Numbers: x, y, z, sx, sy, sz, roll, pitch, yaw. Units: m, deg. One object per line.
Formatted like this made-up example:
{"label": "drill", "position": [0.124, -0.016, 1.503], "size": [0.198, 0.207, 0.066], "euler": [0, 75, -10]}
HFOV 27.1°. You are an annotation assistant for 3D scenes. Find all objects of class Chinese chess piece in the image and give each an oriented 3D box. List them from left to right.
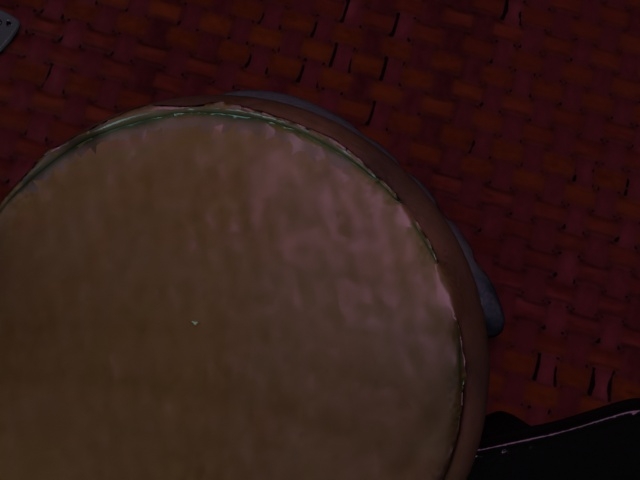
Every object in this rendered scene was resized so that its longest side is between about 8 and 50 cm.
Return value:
{"label": "Chinese chess piece", "position": [-0.049, 0.059, 0.627], "size": [0.257, 0.104, 0.257], "euler": [0, 89, 7]}

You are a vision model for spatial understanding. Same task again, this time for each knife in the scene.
{"label": "knife", "position": [-0.221, -0.141, 0.776], "size": [0.096, 0.010, 0.027], "euler": [29, 69, 6]}

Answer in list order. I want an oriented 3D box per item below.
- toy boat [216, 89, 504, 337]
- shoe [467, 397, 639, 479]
{"label": "toy boat", "position": [0.000, 0.000, 0.711], "size": [0.134, 0.079, 0.208], "euler": [-41, 80, -15]}
{"label": "shoe", "position": [0.105, 0.116, 0.690], "size": [0.159, 0.053, 0.062], "euler": [-18, 108, 8]}
